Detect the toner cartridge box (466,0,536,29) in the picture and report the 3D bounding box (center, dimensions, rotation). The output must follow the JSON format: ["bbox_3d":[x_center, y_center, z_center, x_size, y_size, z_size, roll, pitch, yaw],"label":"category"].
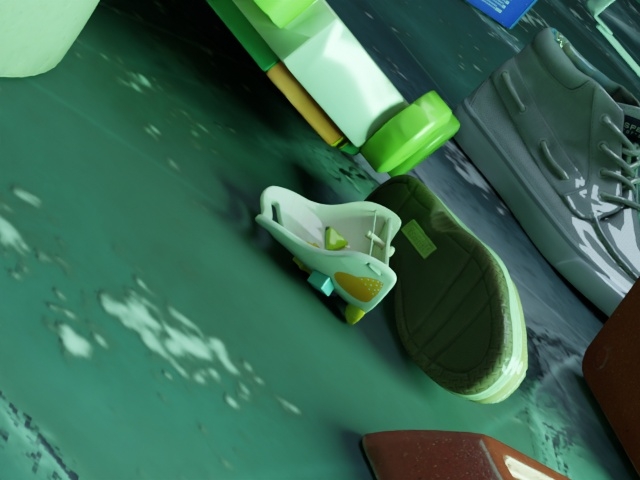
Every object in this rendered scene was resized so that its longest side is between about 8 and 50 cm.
[{"bbox_3d":[0.136,-0.358,1.830,0.348,0.165,0.075,25,25,-46],"label":"toner cartridge box"}]

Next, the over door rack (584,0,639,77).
[{"bbox_3d":[0.341,-0.067,1.657,0.239,0.108,0.324,59,3,39],"label":"over door rack"}]

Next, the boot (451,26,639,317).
[{"bbox_3d":[0.210,-0.049,1.350,0.258,0.123,0.095,52,20,26],"label":"boot"}]

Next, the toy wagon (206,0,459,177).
[{"bbox_3d":[-0.031,-0.152,1.031,0.267,0.068,0.344,51,6,3],"label":"toy wagon"}]

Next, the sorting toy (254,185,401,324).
[{"bbox_3d":[0.000,0.000,0.931,0.075,0.045,0.083,33,20,-8],"label":"sorting toy"}]

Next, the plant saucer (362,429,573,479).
[{"bbox_3d":[0.156,0.201,0.795,0.258,0.048,0.259,30,23,-36],"label":"plant saucer"}]

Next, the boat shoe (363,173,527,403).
[{"bbox_3d":[0.080,0.033,0.991,0.072,0.068,0.190,46,14,-33],"label":"boat shoe"}]

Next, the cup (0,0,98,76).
[{"bbox_3d":[-0.182,-0.274,0.841,0.331,0.237,0.331,38,19,-16],"label":"cup"}]

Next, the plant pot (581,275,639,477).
[{"bbox_3d":[0.324,0.093,1.093,0.235,0.267,0.267,20,27,-28],"label":"plant pot"}]
